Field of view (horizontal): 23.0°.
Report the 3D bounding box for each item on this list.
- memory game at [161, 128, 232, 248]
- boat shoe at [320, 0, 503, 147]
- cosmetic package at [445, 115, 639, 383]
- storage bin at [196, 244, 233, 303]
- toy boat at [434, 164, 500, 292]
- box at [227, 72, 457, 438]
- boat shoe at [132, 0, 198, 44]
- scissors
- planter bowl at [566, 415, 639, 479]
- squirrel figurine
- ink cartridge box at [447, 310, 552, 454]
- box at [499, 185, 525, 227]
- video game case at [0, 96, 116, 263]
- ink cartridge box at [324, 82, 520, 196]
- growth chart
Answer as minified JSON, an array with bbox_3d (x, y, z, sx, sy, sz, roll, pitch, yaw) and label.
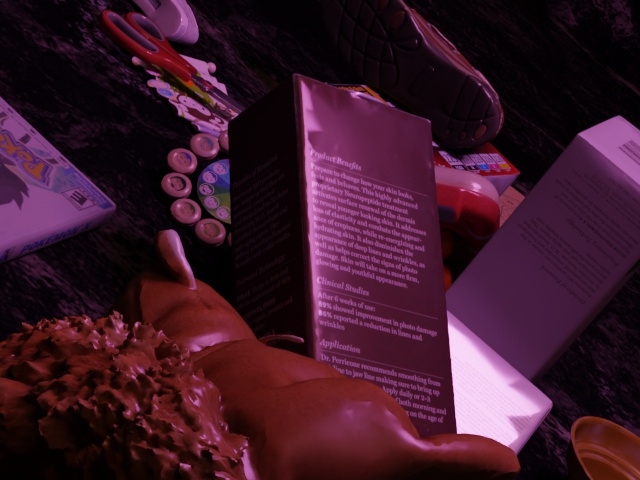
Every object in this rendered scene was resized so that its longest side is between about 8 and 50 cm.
[{"bbox_3d":[-0.098,-0.060,1.877,0.186,0.012,0.186,8,53,-10],"label":"memory game"},{"bbox_3d":[0.133,-0.252,2.242,0.324,0.122,0.120,48,20,11],"label":"boat shoe"},{"bbox_3d":[0.279,0.038,1.914,0.155,0.365,0.197,42,26,12],"label":"cosmetic package"},{"bbox_3d":[-0.054,0.026,1.769,0.091,0.135,0.098,50,23,0],"label":"storage bin"},{"bbox_3d":[0.144,0.007,1.985,0.151,0.151,0.231,11,-18,9],"label":"toy boat"},{"bbox_3d":[0.017,0.039,1.629,0.191,0.143,0.381,16,60,-34],"label":"box"},{"bbox_3d":[-0.228,-0.351,2.272,0.184,0.066,0.063,51,13,32],"label":"boat shoe"},{"bbox_3d":[-0.173,-0.213,2.109,0.297,0.021,0.109,42,22,8],"label":"scissors"},{"bbox_3d":[0.355,0.317,1.863,0.217,0.090,0.217,31,24,-16],"label":"planter bowl"},{"bbox_3d":[-0.114,0.143,1.303,0.397,0.281,0.370,18,25,-44],"label":"squirrel figurine"},{"bbox_3d":[0.078,0.174,1.754,0.296,0.066,0.261,41,51,5],"label":"ink cartridge box"},{"bbox_3d":[0.307,-0.034,2.513,0.164,0.021,0.201,40,24,3],"label":"box"},{"bbox_3d":[-0.403,-0.106,1.611,0.329,0.036,0.300,43,24,9],"label":"video game case"},{"bbox_3d":[0.094,-0.135,2.256,0.272,0.130,0.309,46,25,20],"label":"ink cartridge box"},{"bbox_3d":[-0.156,-0.185,2.125,0.172,0.021,0.237,7,38,-49],"label":"growth chart"}]
